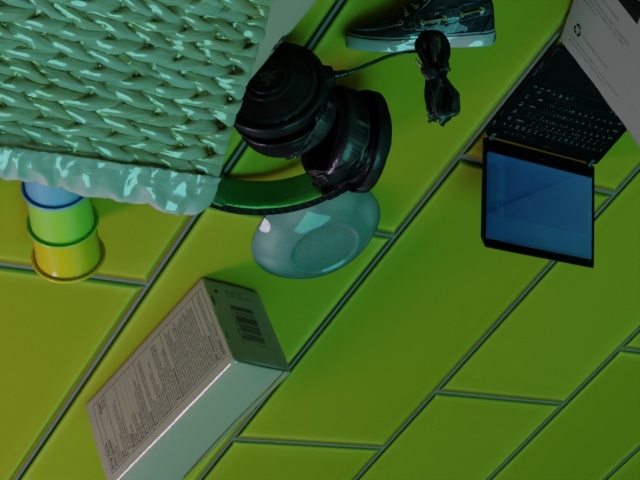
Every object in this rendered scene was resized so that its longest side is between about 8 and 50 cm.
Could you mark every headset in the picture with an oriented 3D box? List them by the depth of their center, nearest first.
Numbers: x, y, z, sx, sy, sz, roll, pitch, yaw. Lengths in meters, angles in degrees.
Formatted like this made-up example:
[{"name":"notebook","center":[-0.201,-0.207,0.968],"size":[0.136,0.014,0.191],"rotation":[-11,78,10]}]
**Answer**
[{"name":"headset","center":[-0.002,-0.126,1.601],"size":[0.394,0.185,0.243],"rotation":[-32,142,31]}]

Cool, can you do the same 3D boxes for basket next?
[{"name":"basket","center":[-0.250,-0.225,1.203],"size":[0.331,0.328,0.266],"rotation":[11,112,-37]}]

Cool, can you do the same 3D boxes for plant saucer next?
[{"name":"plant saucer","center":[0.000,0.000,1.885],"size":[0.195,0.037,0.195],"rotation":[-14,141,-12]}]

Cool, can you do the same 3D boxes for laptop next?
[{"name":"laptop","center":[0.357,-0.112,1.864],"size":[0.234,0.136,0.264],"rotation":[10,131,-38]}]

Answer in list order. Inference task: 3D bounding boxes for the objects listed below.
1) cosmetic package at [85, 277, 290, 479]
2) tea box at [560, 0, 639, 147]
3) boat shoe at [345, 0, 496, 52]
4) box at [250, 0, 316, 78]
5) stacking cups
[{"name":"cosmetic package","center":[-0.198,0.217,1.936],"size":[0.113,0.160,0.309],"rotation":[17,128,-42]},{"name":"tea box","center":[0.531,-0.245,1.642],"size":[0.324,0.329,0.220],"rotation":[-8,139,-19]},{"name":"boat shoe","center":[0.120,-0.275,1.610],"size":[0.183,0.065,0.083],"rotation":[-4,107,-1]},{"name":"box","center":[-0.071,-0.283,1.448],"size":[0.094,0.113,0.275],"rotation":[18,127,-42]},{"name":"stacking cups","center":[-0.309,-0.082,1.569],"size":[0.096,0.096,0.316],"rotation":[-13,141,-15]}]
